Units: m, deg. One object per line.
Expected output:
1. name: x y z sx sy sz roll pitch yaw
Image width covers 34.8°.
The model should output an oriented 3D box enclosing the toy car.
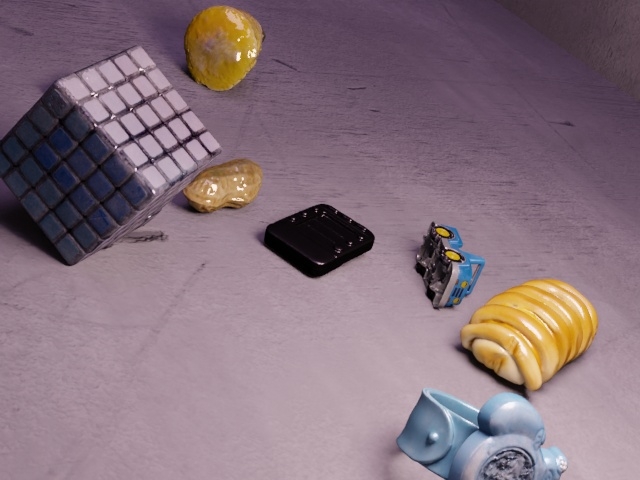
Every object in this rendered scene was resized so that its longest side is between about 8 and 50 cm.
1. toy car: 0.246 0.048 1.918 0.100 0.097 0.191 12 29 -15

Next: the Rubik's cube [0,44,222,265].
1. Rubik's cube: -0.347 -0.141 1.662 0.237 0.237 0.238 50 33 -2

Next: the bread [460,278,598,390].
1. bread: 0.381 0.148 1.804 0.172 0.121 0.311 32 30 24

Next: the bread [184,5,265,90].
1. bread: -0.227 -0.461 2.439 0.197 0.197 0.170 25 18 10

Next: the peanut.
1. peanut: -0.181 -0.099 1.933 0.194 0.083 0.093 -28 88 -48

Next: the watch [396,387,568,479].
1. watch: 0.212 0.292 1.421 0.210 0.211 0.193 5 14 -25

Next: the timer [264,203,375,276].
1. timer: 0.000 0.000 1.903 0.144 0.055 0.187 33 35 27
